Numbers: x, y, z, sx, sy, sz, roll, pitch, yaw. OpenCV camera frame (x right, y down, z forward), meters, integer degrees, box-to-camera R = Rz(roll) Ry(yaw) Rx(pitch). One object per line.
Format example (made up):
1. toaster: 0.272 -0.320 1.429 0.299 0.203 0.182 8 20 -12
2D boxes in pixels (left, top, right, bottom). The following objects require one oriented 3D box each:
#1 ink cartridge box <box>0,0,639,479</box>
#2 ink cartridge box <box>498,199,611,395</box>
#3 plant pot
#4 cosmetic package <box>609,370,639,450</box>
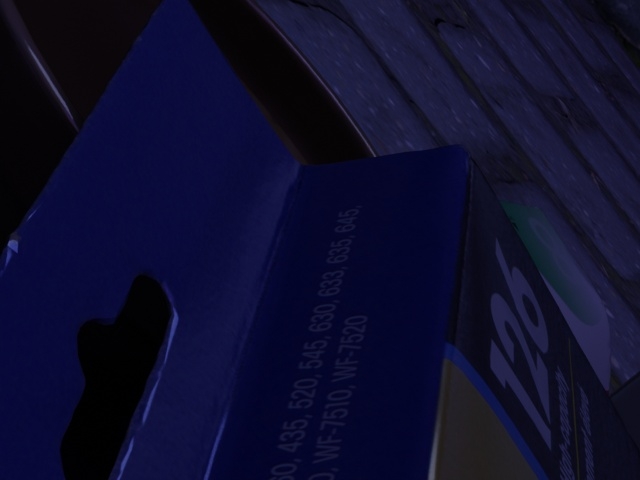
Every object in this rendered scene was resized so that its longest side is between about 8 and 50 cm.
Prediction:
1. ink cartridge box: 0.036 0.109 0.378 0.307 0.072 0.303 59 23 -23
2. ink cartridge box: 0.150 0.074 0.982 0.224 0.056 0.181 56 20 19
3. plant pot: -0.069 -0.016 0.564 0.237 0.110 0.237 44 20 -20
4. cosmetic package: 0.205 0.240 0.594 0.197 0.155 0.365 21 38 -35
